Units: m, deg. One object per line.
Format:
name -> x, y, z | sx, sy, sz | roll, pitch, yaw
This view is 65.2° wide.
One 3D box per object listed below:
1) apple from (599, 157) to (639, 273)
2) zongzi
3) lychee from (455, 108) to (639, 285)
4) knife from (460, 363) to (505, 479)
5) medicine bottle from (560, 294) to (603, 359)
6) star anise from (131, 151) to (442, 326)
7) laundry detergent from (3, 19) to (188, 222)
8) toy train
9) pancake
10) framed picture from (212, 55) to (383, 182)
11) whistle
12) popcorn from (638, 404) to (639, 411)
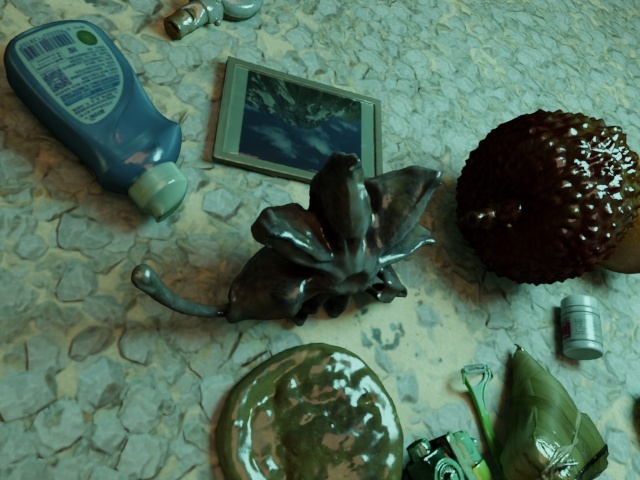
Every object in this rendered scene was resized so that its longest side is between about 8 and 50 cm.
apple -> 0.522, -0.049, 0.863 | 0.162, 0.201, 0.201 | 28, 57, -23
zongzi -> 0.283, 0.235, 0.670 | 0.194, 0.099, 0.197 | 6, 51, -49
lychee -> 0.333, -0.062, 0.756 | 0.300, 0.264, 0.264 | -20, 74, -27
knife -> 0.239, 0.256, 0.697 | 0.078, 0.022, 0.166 | 3, 64, -36
medicine bottle -> 0.420, 0.140, 0.807 | 0.058, 0.058, 0.091 | 20, 59, -12
star anise -> 0.000, 0.000, 0.618 | 0.359, 0.316, 0.139 | 34, 12, -48
laundry detergent -> -0.274, -0.151, 0.661 | 0.143, 0.094, 0.290 | -35, 85, -38
toy train -> 0.185, 0.329, 0.611 | 0.132, 0.083, 0.200 | -14, 70, -39
pancake -> -0.006, 0.234, 0.592 | 0.241, 0.050, 0.242 | 8, 58, -14
framed picture -> -0.026, -0.182, 0.813 | 0.281, 0.019, 0.209 | 9, 62, -18
whistle -> -0.175, -0.404, 0.846 | 0.107, 0.057, 0.220 | 46, 61, -11
popcorn -> 0.554, 0.271, 0.785 | 0.109, 0.089, 0.097 | -18, 37, -38
